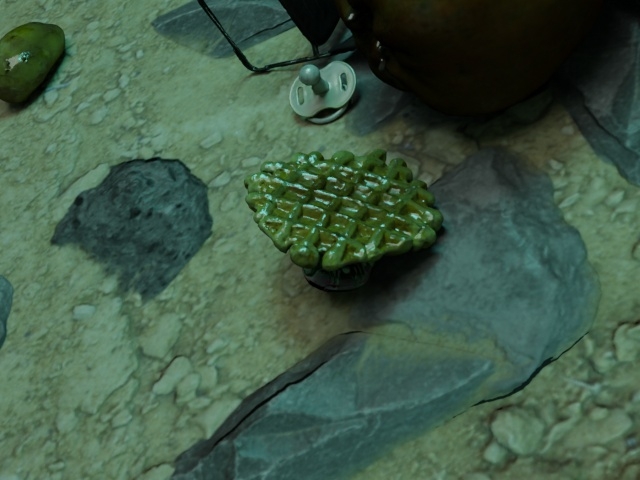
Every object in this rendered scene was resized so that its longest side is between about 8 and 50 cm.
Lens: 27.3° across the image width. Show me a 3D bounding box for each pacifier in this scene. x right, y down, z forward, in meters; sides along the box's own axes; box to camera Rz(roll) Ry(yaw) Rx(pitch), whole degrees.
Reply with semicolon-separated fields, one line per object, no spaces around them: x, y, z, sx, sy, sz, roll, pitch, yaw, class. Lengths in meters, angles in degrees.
-0.003;-0.168;1.450;0.083;0.064;0.068;-15;64;23;pacifier

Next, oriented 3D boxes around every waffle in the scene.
0.022;-0.036;1.272;0.184;0.036;0.169;-11;42;-24;waffle

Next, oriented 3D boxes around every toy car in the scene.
0.000;0.000;1.298;0.069;0.055;0.142;-4;40;-23;toy car

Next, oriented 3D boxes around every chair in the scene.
-0.001;-0.288;1.497;0.221;0.145;0.140;6;57;36;chair

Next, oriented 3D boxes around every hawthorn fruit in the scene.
0.163;-0.277;1.300;0.301;0.267;0.268;-39;42;-2;hawthorn fruit

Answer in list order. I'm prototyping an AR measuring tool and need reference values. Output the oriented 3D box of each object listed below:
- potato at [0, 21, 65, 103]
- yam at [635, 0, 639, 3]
-0.400;-0.248;1.778;0.092;0.070;0.138;-2;52;31;potato
0.332;-0.268;1.312;0.070;0.069;0.146;-36;43;1;yam
